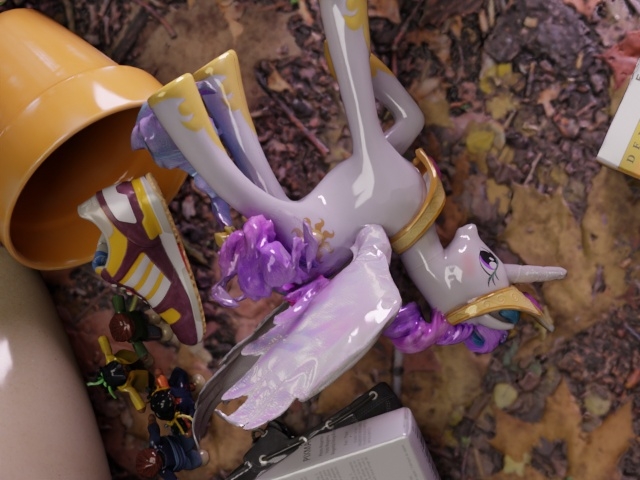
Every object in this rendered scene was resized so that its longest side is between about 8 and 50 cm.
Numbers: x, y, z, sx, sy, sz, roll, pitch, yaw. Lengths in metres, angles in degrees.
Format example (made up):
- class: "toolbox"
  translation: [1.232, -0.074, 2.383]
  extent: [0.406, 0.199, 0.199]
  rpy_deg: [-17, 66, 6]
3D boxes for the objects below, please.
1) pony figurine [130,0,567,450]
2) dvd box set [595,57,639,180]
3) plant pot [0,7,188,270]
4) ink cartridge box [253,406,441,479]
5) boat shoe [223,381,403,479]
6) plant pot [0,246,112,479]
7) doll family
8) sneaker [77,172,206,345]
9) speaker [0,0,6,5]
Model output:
- class: "pony figurine"
  translation: [0.000, 0.000, 1.563]
  extent: [0.351, 0.303, 0.363]
  rpy_deg: [-33, 96, -14]
- class: "dvd box set"
  translation: [0.486, -0.122, 1.535]
  extent: [0.420, 0.062, 0.307]
  rpy_deg: [26, 95, 14]
- class: "plant pot"
  translation: [-0.250, -0.109, 1.678]
  extent: [0.205, 0.205, 0.188]
  rpy_deg: [-46, 63, 10]
- class: "ink cartridge box"
  translation: [0.005, 0.270, 1.620]
  extent: [0.232, 0.066, 0.189]
  rpy_deg: [-18, 111, 15]
- class: "boat shoe"
  translation: [-0.026, 0.195, 1.662]
  extent: [0.228, 0.080, 0.076]
  rpy_deg: [-26, 76, 12]
- class: "plant pot"
  translation: [-0.319, 0.153, 1.676]
  extent: [0.256, 0.256, 0.274]
  rpy_deg: [-12, 69, 15]
- class: "doll family"
  translation: [-0.156, 0.145, 1.679]
  extent: [0.076, 0.111, 0.193]
  rpy_deg: [-38, 80, 11]
- class: "sneaker"
  translation: [-0.164, 0.026, 1.669]
  extent: [0.084, 0.069, 0.185]
  rpy_deg: [-19, 121, -3]
- class: "speaker"
  translation: [-0.410, -0.197, 1.718]
  extent: [0.296, 0.131, 0.131]
  rpy_deg: [-41, 79, 27]
